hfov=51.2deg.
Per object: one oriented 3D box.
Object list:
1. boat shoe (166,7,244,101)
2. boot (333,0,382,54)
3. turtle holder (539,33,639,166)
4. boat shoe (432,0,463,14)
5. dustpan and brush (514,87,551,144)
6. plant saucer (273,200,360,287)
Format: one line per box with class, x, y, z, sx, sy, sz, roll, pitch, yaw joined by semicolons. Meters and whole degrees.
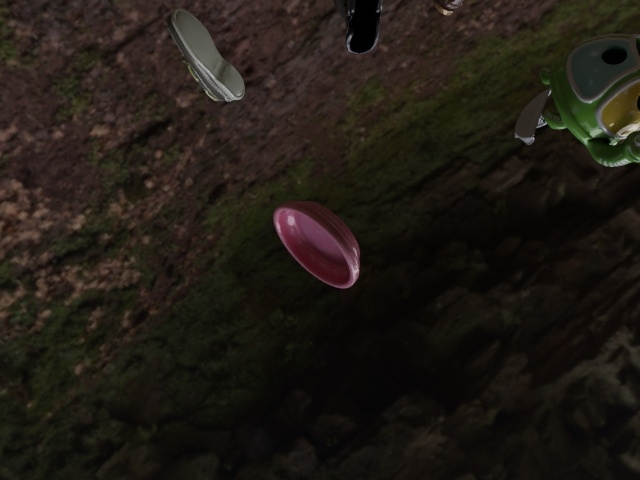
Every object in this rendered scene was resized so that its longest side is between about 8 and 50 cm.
boat shoe;-0.329;-0.498;1.834;0.091;0.305;0.109;-6;-129;33
boot;0.079;-0.549;1.267;0.118;0.338;0.222;-8;-141;1
turtle holder;0.664;-0.335;1.545;0.227;0.243;0.320;-35;-155;48
boat shoe;0.237;-0.555;1.335;0.073;0.207;0.073;-16;164;-30
dustpan and brush;0.567;-0.316;1.820;0.147;0.060;0.211;-68;-167;-8
plant saucer;0.000;0.000;2.059;0.084;0.332;0.332;-44;-159;-25
